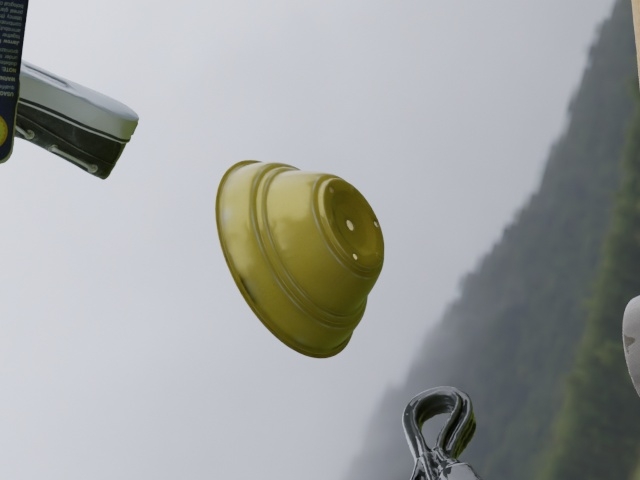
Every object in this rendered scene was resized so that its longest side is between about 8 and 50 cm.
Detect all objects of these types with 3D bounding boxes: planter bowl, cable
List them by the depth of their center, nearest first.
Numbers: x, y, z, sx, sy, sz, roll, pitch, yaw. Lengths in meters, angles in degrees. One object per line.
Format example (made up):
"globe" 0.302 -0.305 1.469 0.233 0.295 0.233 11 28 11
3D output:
"cable" 0.106 0.221 1.632 0.287 0.139 0.072 -122 11 -70
"planter bowl" 0.000 0.000 1.866 0.217 0.090 0.217 37 -142 -36

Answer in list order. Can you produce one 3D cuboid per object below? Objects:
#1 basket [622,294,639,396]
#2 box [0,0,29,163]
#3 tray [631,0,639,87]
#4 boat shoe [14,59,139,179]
"basket" 0.437 0.097 1.920 0.154 0.226 0.204 14 -115 -56
"box" -0.226 -0.160 1.059 0.136 0.036 0.225 4 -85 -37
"tray" 0.286 -0.079 1.201 0.203 0.076 0.411 -42 -48 -41
"boat shoe" -0.360 -0.154 2.123 0.105 0.306 0.113 -62 30 12
